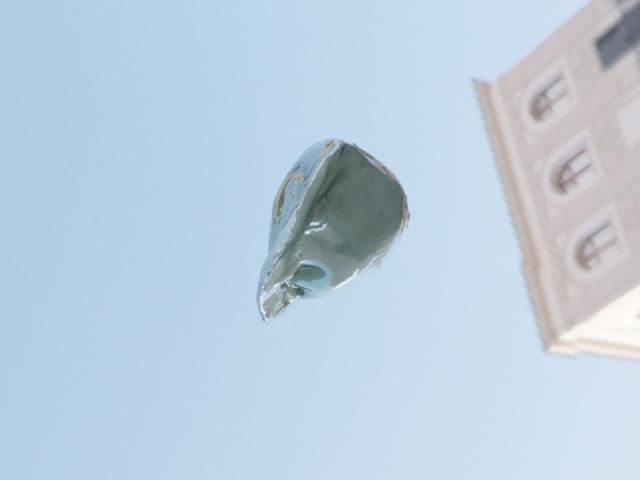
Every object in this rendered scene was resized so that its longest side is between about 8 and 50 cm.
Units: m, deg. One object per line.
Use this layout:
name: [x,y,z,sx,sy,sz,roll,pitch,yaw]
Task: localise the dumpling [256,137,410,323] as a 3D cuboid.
dumpling: [0.015,-0.002,1.129,0.108,0.219,0.152,9,-106,12]
